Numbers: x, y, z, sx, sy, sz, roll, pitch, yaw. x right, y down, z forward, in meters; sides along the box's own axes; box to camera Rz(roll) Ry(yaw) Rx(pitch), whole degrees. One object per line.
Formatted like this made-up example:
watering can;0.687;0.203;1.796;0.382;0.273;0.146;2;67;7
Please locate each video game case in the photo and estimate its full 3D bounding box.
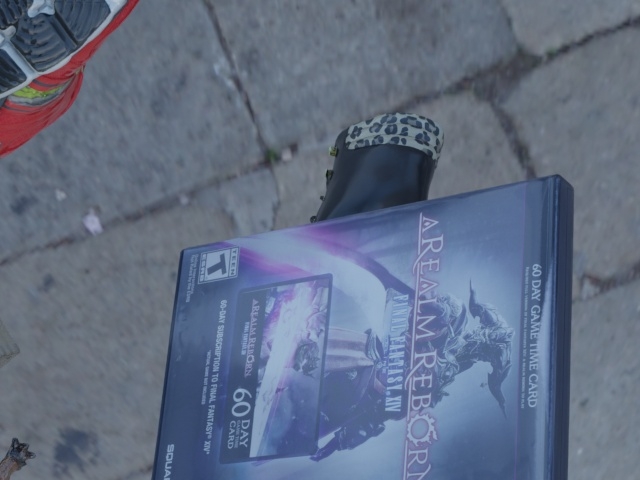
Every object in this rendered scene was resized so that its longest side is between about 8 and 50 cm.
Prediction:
video game case;0.018;0.077;0.898;0.274;0.026;0.196;-11;62;35

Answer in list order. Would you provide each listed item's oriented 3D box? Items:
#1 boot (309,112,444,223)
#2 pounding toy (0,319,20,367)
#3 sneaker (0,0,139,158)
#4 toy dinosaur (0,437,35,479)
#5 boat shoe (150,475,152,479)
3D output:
boot;0.002;0.001;1.282;0.236;0.085;0.178;-20;42;34
pounding toy;-0.374;0.116;1.540;0.130;0.100;0.141;-37;80;17
sneaker;-0.186;-0.128;0.977;0.279;0.118;0.107;-35;79;37
toy dinosaur;-0.370;0.237;1.403;0.127;0.295;0.200;34;38;6
boat shoe;-0.142;0.268;1.687;0.109;0.302;0.098;-7;100;4
